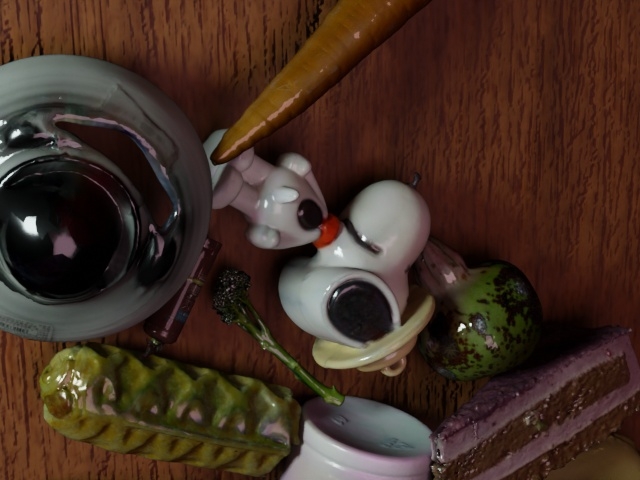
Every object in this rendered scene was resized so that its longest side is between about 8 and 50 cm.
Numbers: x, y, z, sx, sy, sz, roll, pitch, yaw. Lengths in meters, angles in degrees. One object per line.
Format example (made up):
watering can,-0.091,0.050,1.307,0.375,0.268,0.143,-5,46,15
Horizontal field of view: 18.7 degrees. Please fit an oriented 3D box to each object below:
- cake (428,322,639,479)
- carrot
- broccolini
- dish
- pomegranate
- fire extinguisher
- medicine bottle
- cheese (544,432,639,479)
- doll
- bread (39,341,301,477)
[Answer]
cake,0.211,0.182,2.025,0.295,0.113,0.115,-29,117,-36
carrot,0.018,-0.186,1.807,0.336,0.069,0.069,-45,124,-16
broccolini,-0.045,0.098,1.942,0.194,0.052,0.054,44,75,-26
dish,-0.228,-0.016,1.719,0.273,0.134,0.273,-2,112,-6
pomegranate,0.149,0.068,1.995,0.138,0.163,0.125,-38,163,-9
fire extinguisher,-0.140,0.055,1.877,0.039,0.056,0.132,24,88,13
medicine bottle,0.020,0.304,2.008,0.152,0.152,0.254,6,110,-26
cheese,0.246,0.333,2.140,0.316,0.128,0.259,-29,119,-12
doll,-0.013,0.015,1.887,0.271,0.144,0.208,12,86,-32
bread,-0.150,0.165,1.904,0.269,0.087,0.098,16,134,-29
